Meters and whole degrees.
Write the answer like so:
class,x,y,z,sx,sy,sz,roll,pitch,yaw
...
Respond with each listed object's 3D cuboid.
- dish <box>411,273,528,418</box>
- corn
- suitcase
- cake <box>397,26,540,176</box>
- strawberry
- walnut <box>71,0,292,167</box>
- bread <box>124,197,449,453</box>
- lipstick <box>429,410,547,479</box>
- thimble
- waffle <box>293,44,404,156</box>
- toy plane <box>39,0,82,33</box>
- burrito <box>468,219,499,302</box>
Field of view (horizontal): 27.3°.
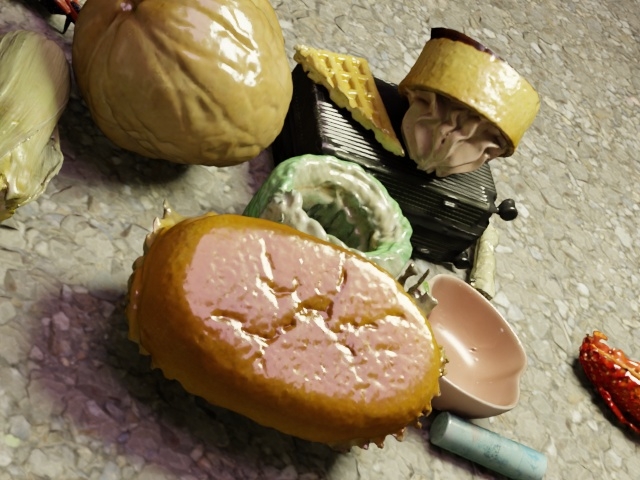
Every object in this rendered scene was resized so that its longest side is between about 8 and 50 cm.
class,x,y,z,sx,sy,sz,roll,pitch,yaw
dish,0.172,0.155,1.766,0.213,0.090,0.213,25,40,-23
corn,-0.374,-0.137,1.558,0.305,0.122,0.123,-87,163,-48
suitcase,0.098,-0.121,1.933,0.335,0.152,0.230,18,41,-26
cake,0.185,-0.171,1.825,0.185,0.178,0.207,38,0,-32
strawberry,0.458,0.219,1.968,0.188,0.082,0.121,36,16,11
walnut,-0.172,-0.225,1.705,0.313,0.277,0.252,43,63,-56
bread,-0.037,0.108,1.517,0.388,0.183,0.236,16,79,-14
lipstick,0.219,0.272,1.718,0.158,0.048,0.048,25,39,-18
thimble,0.000,0.000,1.724,0.219,0.150,0.219,24,38,-21
waffle,0.036,-0.191,1.815,0.125,0.032,0.191,10,43,-30
toy plane,-0.366,-0.336,1.831,0.130,0.061,0.189,-13,66,-48
burrito,0.251,0.030,1.998,0.041,0.045,0.185,4,40,10
